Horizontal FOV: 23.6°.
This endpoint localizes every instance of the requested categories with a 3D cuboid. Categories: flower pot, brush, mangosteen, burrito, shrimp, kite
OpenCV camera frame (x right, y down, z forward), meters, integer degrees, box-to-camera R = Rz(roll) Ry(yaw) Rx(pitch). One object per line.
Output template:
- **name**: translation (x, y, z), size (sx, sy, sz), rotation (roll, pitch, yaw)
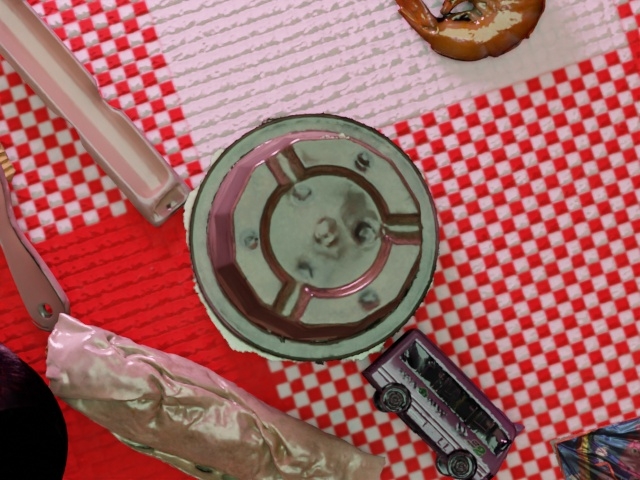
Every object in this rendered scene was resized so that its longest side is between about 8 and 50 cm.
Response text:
- **flower pot**: translation (0.000, 0.000, 1.581), size (0.290, 0.259, 0.290), rotation (0, 90, -4)
- **brush**: translation (-0.265, -0.152, 1.678), size (0.060, 0.050, 0.321), rotation (-41, 99, -5)
- **mangosteen**: translation (-0.395, 0.237, 1.577), size (0.233, 0.287, 0.287), rotation (12, 89, 37)
- **burrito**: translation (-0.123, 0.203, 1.663), size (0.392, 0.076, 0.117), rotation (25, 92, -4)
- **shrimp**: translation (0.135, -0.299, 1.689), size (0.249, 0.068, 0.150), rotation (38, 93, -7)
- **kite**: translation (0.358, 0.283, 1.718), size (0.234, 0.016, 0.321), rotation (27, 88, -3)
- **brush**: translation (-0.344, -0.045, 1.668), size (0.072, 0.067, 0.313), rotation (-22, 100, 31)

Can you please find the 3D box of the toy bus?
- **toy bus**: translation (0.133, 0.183, 1.672), size (0.098, 0.087, 0.178), rotation (-44, 90, -8)
